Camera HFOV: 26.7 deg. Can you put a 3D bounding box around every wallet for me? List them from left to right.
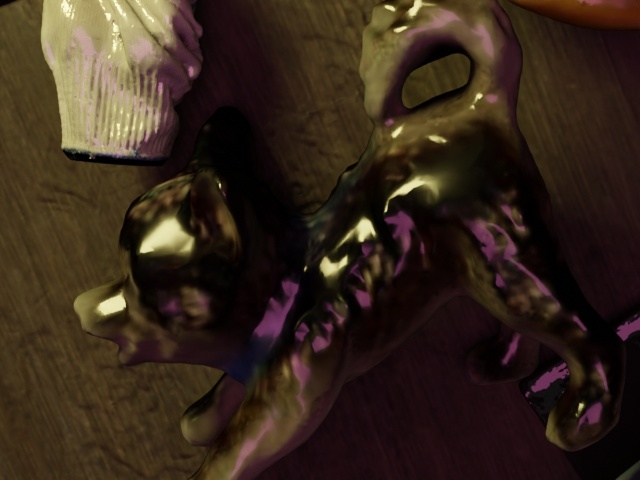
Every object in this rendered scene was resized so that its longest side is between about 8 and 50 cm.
[{"bbox_3d":[0.274,0.086,0.962,0.244,0.025,0.124,-34,96,13],"label":"wallet"}]

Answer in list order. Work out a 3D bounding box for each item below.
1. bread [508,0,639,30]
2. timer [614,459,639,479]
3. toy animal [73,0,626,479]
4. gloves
[{"bbox_3d":[0.150,-0.249,0.779,0.316,0.270,0.211,24,91,0],"label":"bread"},{"bbox_3d":[0.311,0.322,0.821,0.173,0.395,0.395,-38,95,9],"label":"timer"},{"bbox_3d":[0.000,0.000,0.895,0.344,0.194,0.302,-14,105,5],"label":"toy animal"},{"bbox_3d":[-0.139,-0.161,0.921,0.119,0.097,0.229,4,109,9],"label":"gloves"}]
